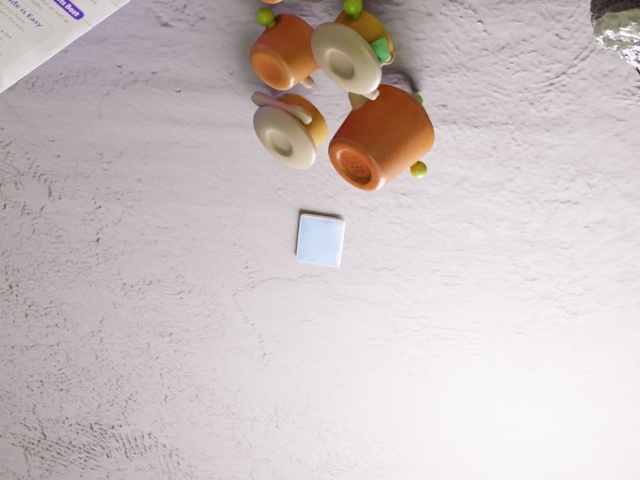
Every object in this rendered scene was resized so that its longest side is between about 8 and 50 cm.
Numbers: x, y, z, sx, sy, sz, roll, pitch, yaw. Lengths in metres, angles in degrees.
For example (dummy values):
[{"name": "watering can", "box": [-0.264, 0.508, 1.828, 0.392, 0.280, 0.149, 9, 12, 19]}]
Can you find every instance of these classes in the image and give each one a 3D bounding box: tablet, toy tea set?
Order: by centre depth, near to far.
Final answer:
[{"name": "toy tea set", "box": [0.023, -0.200, 1.825, 0.200, 0.124, 0.336, 27, 147, 26]}, {"name": "tablet", "box": [0.000, 0.000, 2.085, 0.054, 0.006, 0.083, 9, 138, 2]}]

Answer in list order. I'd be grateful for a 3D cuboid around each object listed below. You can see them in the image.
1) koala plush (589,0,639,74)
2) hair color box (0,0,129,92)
[{"name": "koala plush", "box": [0.362, -0.221, 1.668, 0.221, 0.196, 0.203, 9, 125, 2]}, {"name": "hair color box", "box": [-0.296, -0.297, 1.761, 0.339, 0.110, 0.185, -27, 123, 35]}]
